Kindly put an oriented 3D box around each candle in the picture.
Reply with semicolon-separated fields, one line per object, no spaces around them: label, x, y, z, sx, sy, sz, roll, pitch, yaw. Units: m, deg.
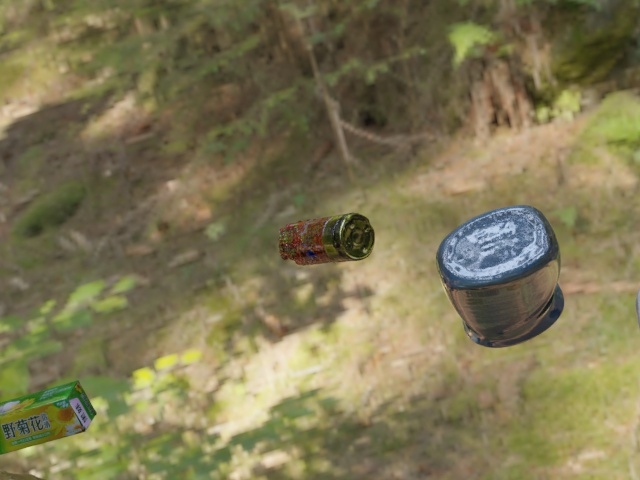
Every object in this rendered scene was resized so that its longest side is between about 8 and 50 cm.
candle;0.000;0.000;1.387;0.052;0.052;0.130;-27;13;-35

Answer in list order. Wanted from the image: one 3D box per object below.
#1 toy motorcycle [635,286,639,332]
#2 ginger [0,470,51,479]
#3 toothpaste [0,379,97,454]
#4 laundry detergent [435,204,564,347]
toy motorcycle;0.245;0.121;0.689;0.107;0.223;0.341;-25;55;17
ginger;-0.411;0.365;1.710;0.218;0.123;0.270;-11;-17;21
toothpaste;-0.315;0.190;1.340;0.178;0.043;0.037;-17;22;20
laundry detergent;0.151;0.041;1.078;0.096;0.061;0.206;-24;-25;1
